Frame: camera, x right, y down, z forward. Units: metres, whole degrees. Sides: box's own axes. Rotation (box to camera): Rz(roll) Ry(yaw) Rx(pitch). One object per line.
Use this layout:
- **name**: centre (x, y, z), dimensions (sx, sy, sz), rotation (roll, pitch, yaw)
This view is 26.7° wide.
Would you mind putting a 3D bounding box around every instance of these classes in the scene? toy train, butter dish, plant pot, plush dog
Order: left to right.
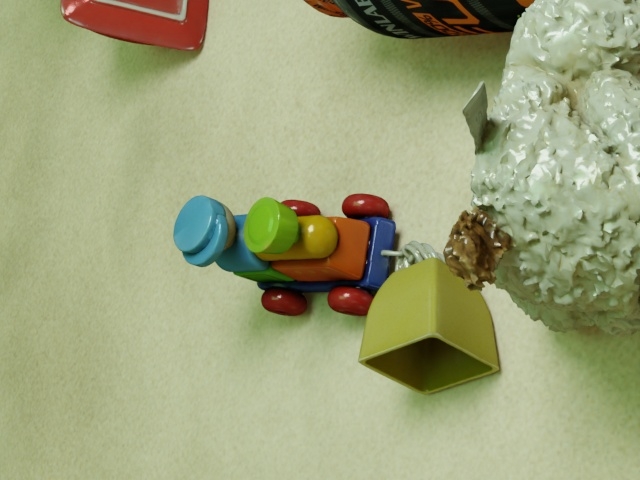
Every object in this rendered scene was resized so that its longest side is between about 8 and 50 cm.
- **butter dish**: centre (-0.210, -0.276, 1.482), dimensions (0.118, 0.160, 0.160), rotation (145, 132, -63)
- **toy train**: centre (0.000, 0.000, 1.137), dimensions (0.248, 0.143, 0.105), rotation (-3, 74, 46)
- **plant pot**: centre (0.086, 0.063, 1.073), dimensions (0.081, 0.081, 0.083), rotation (-25, 50, 39)
- **plush dog**: centre (0.214, -0.016, 0.862), dimensions (0.226, 0.210, 0.262), rotation (10, 118, 20)

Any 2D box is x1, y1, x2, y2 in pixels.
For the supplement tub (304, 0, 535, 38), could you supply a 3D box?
- **supplement tub**: centre (0.128, -0.265, 1.053), dimensions (0.338, 0.207, 0.207), rotation (5, 79, 48)
